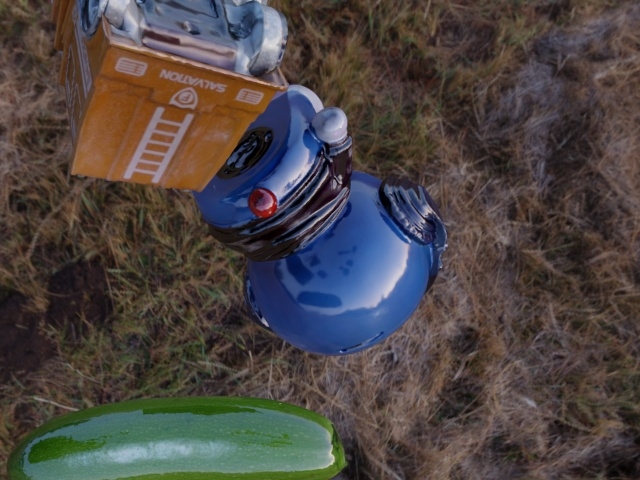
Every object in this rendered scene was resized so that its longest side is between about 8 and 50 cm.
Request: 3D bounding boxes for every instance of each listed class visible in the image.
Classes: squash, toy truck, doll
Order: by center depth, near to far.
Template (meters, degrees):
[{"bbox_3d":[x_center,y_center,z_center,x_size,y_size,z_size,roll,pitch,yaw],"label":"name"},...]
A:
[{"bbox_3d":[-0.123,0.177,0.539,0.292,0.082,0.082,-4,62,1],"label":"squash"},{"bbox_3d":[-0.186,-0.243,0.630,0.173,0.207,0.388,6,49,-36],"label":"toy truck"},{"bbox_3d":[0.000,0.000,0.757,0.284,0.310,0.240,-27,37,19],"label":"doll"}]
